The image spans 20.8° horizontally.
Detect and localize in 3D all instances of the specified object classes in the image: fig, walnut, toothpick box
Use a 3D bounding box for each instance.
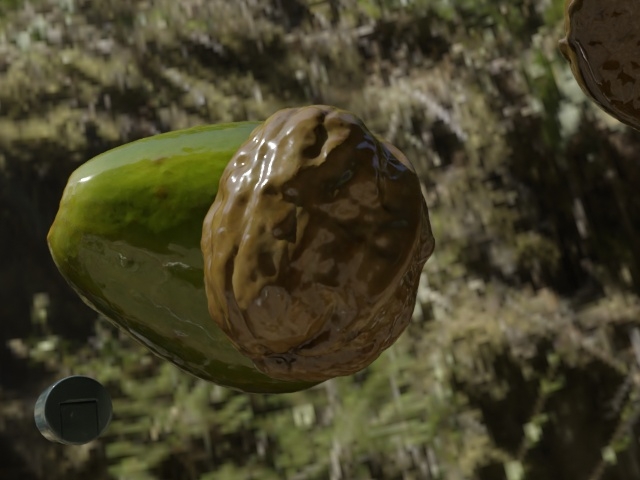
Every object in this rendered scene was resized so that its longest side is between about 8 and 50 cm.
[{"bbox_3d":[-0.091,0.010,1.625,0.326,0.258,0.258,7,-40,-14],"label":"fig"},{"bbox_3d":[0.000,0.000,0.602,0.082,0.096,0.079,-2,-34,37],"label":"walnut"},{"bbox_3d":[-0.188,0.129,1.320,0.052,0.052,0.083,-2,-7,-15],"label":"toothpick box"}]

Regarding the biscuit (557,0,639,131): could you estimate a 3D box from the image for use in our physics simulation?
[{"bbox_3d":[0.429,-0.134,1.393,0.394,0.076,0.368,-30,-81,7],"label":"biscuit"}]
